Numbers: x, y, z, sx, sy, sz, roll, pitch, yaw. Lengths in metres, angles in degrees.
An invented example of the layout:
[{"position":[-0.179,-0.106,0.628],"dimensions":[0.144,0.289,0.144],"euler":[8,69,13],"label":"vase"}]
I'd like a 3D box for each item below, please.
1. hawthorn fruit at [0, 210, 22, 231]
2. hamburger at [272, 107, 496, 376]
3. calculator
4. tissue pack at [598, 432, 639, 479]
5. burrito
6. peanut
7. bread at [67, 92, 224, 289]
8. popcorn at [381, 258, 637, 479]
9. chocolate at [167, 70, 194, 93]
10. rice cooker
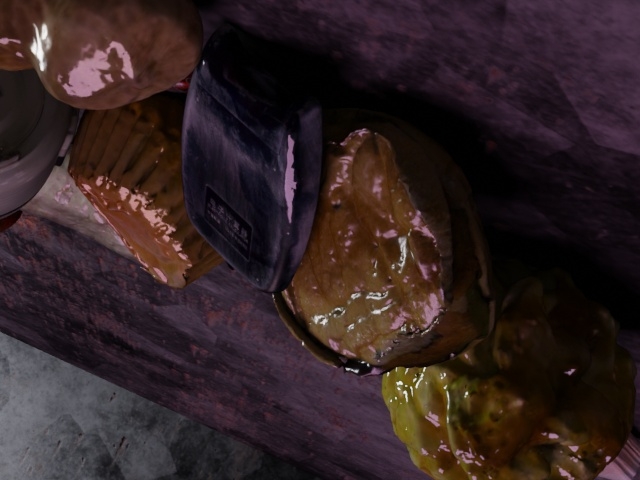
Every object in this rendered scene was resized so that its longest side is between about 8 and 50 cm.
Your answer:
[{"position":[-0.485,-0.085,1.989],"dimensions":[0.188,0.169,0.169],"euler":[30,169,37],"label":"hawthorn fruit"},{"position":[0.052,-0.003,1.433],"dimensions":[0.134,0.265,0.285],"euler":[-19,-165,-39],"label":"hamburger"},{"position":[-0.071,-0.064,1.410],"dimensions":[0.177,0.040,0.268],"euler":[42,145,28],"label":"calculator"},{"position":[0.289,0.218,1.956],"dimensions":[0.170,0.071,0.325],"euler":[13,160,41],"label":"tissue pack"},{"position":[-0.259,-0.047,1.879],"dimensions":[0.299,0.105,0.143],"euler":[21,159,17],"label":"burrito"},{"position":[-0.224,-0.193,1.332],"dimensions":[0.253,0.137,0.122],"euler":[19,161,26],"label":"peanut"},{"position":[-0.174,-0.063,1.612],"dimensions":[0.240,0.139,0.240],"euler":[37,161,15],"label":"bread"},{"position":[0.207,0.150,1.571],"dimensions":[0.282,0.282,0.247],"euler":[34,159,-26],"label":"popcorn"},{"position":[-0.158,-0.173,1.483],"dimensions":[0.183,0.028,0.086],"euler":[21,160,18],"label":"chocolate"},{"position":[-0.380,-0.128,1.609],"dimensions":[0.226,0.226,0.244],"euler":[28,160,-11],"label":"rice cooker"}]
